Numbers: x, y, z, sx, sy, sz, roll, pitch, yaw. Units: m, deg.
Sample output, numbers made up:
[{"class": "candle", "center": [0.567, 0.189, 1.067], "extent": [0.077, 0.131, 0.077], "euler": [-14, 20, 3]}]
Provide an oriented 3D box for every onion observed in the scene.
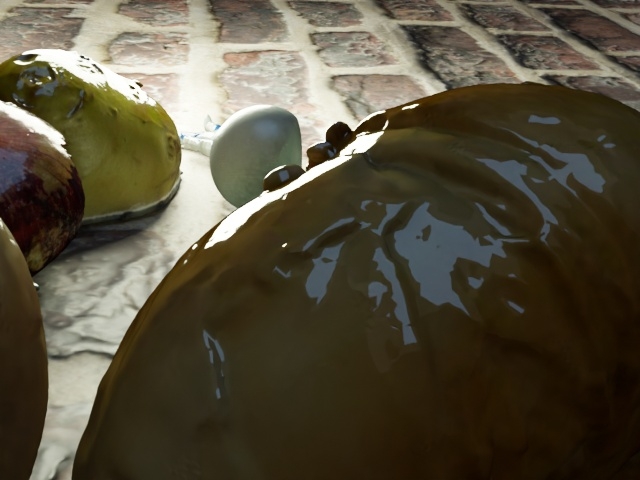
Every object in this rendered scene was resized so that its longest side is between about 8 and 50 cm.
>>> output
[{"class": "onion", "center": [-0.367, -0.046, 0.959], "extent": [0.246, 0.190, 0.246], "euler": [3, 43, -3]}]

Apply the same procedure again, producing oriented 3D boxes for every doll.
[{"class": "doll", "center": [-0.129, -0.143, 1.361], "extent": [0.114, 0.057, 0.227], "euler": [-12, 27, -38]}]

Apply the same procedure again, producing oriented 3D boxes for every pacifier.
[{"class": "pacifier", "center": [0.000, 0.000, 0.810], "extent": [0.288, 0.269, 0.343], "euler": [-32, -3, 40]}]

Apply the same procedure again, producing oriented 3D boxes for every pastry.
[{"class": "pastry", "center": [0.055, 0.091, 0.526], "extent": [0.410, 0.409, 0.245], "euler": [-14, 41, -33]}]

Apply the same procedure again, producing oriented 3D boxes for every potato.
[{"class": "potato", "center": [-0.305, -0.148, 1.190], "extent": [0.246, 0.196, 0.300], "euler": [25, 31, 36]}]

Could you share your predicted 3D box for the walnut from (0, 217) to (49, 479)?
[{"class": "walnut", "center": [-0.321, 0.073, 0.473], "extent": [0.381, 0.381, 0.381], "euler": [3, 25, -1]}]

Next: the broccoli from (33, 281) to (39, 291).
[{"class": "broccoli", "center": [-0.333, 0.057, 0.789], "extent": [0.167, 0.160, 0.154], "euler": [21, 56, 10]}]
